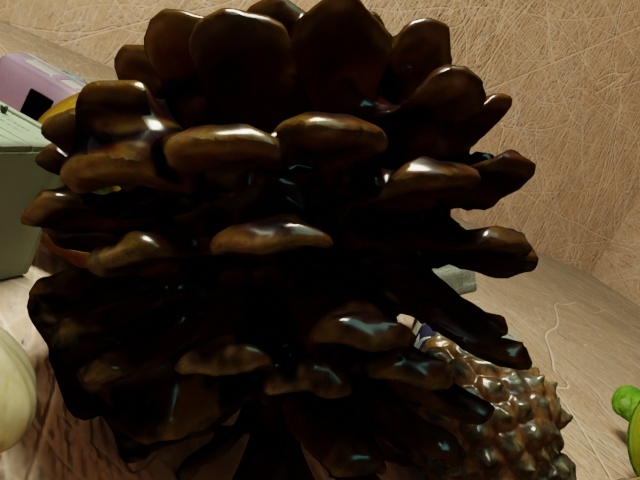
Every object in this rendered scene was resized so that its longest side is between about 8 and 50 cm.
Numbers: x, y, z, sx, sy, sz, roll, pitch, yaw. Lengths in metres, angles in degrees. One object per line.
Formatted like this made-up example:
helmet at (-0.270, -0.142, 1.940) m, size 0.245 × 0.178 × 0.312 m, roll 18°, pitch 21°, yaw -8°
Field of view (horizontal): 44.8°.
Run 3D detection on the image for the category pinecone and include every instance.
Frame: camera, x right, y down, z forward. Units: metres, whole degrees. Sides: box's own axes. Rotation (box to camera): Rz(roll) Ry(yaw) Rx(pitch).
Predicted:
pinecone at (-0.015, 0.026, 0.596) m, size 0.397 × 0.398 × 0.398 m, roll 25°, pitch 12°, yaw -6°

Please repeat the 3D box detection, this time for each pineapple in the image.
pineapple at (0.161, 0.181, 0.747) m, size 0.193 × 0.166 × 0.166 m, roll 30°, pitch 13°, yaw 20°

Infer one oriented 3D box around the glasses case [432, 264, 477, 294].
glasses case at (0.134, 0.070, 1.169) m, size 0.204 × 0.047 × 0.070 m, roll -11°, pitch 8°, yaw -27°

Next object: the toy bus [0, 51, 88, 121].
toy bus at (-0.382, -0.173, 1.137) m, size 0.202 × 0.142 × 0.142 m, roll 30°, pitch 7°, yaw 20°

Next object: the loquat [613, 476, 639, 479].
loquat at (0.297, 0.267, 0.588) m, size 0.227 × 0.179 × 0.179 m, roll 9°, pitch 13°, yaw 0°

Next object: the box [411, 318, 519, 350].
box at (0.209, 0.163, 1.104) m, size 0.168 × 0.071 × 0.259 m, roll 27°, pitch 10°, yaw 3°

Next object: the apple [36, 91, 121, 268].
apple at (-0.211, -0.060, 0.848) m, size 0.236 × 0.237 × 0.207 m, roll 31°, pitch 25°, yaw 21°

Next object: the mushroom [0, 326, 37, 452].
mushroom at (-0.227, 0.093, 0.416) m, size 0.154 × 0.123 × 0.154 m, roll -8°, pitch -5°, yaw -1°

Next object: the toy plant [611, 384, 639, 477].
toy plant at (0.517, 0.285, 1.097) m, size 0.224 × 0.184 × 0.316 m, roll 36°, pitch -1°, yaw 21°

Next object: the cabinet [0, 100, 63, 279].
cabinet at (-0.349, -0.053, 0.668) m, size 0.145 × 0.150 × 0.206 m, roll 29°, pitch 13°, yaw 11°
